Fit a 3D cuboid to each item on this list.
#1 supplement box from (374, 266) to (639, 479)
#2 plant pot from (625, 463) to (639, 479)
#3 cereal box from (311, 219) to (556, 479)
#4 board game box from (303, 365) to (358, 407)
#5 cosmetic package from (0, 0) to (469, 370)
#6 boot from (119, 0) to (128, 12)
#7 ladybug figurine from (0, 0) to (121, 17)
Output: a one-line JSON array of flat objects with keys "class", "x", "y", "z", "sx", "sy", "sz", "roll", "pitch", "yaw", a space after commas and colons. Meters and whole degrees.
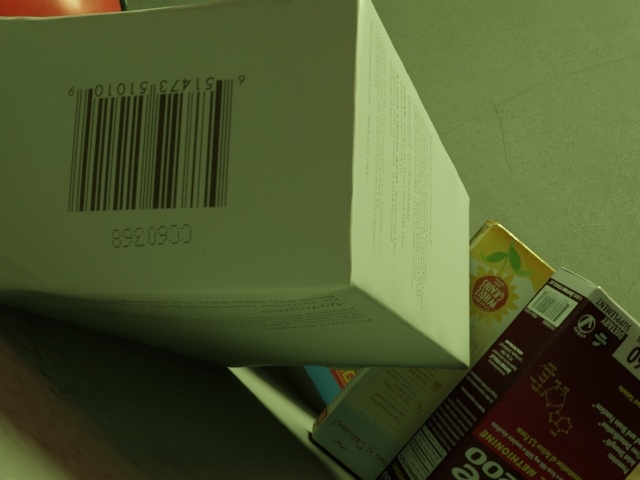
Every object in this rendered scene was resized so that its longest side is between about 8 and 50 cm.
[{"class": "supplement box", "x": 0.164, "y": 0.155, "z": 0.747, "sx": 0.130, "sy": 0.239, "sz": 0.073, "roll": 39, "pitch": 2, "yaw": -15}, {"class": "plant pot", "x": 0.377, "y": 0.375, "z": 1.275, "sx": 0.230, "sy": 0.215, "sz": 0.215, "roll": 21, "pitch": -12, "yaw": 39}, {"class": "cereal box", "x": 0.132, "y": 0.127, "z": 0.818, "sx": 0.173, "sy": 0.240, "sz": 0.047, "roll": 41, "pitch": 4, "yaw": -3}, {"class": "board game box", "x": 0.000, "y": 0.000, "z": 1.027, "sx": 0.308, "sy": 0.086, "sz": 0.302, "roll": 61, "pitch": 12, "yaw": -18}, {"class": "cosmetic package", "x": -0.028, "y": -0.005, "z": 0.636, "sx": 0.217, "sy": 0.156, "sz": 0.385, "roll": -1, "pitch": -12, "yaw": 15}, {"class": "boot", "x": -0.358, "y": -0.264, "z": 1.154, "sx": 0.207, "sy": 0.246, "sz": 0.094, "roll": -133, "pitch": -153, "yaw": -70}, {"class": "ladybug figurine", "x": -0.352, "y": -0.262, "z": 0.851, "sx": 0.449, "sy": 0.162, "sz": 0.305, "roll": 32, "pitch": 14, "yaw": -12}]
